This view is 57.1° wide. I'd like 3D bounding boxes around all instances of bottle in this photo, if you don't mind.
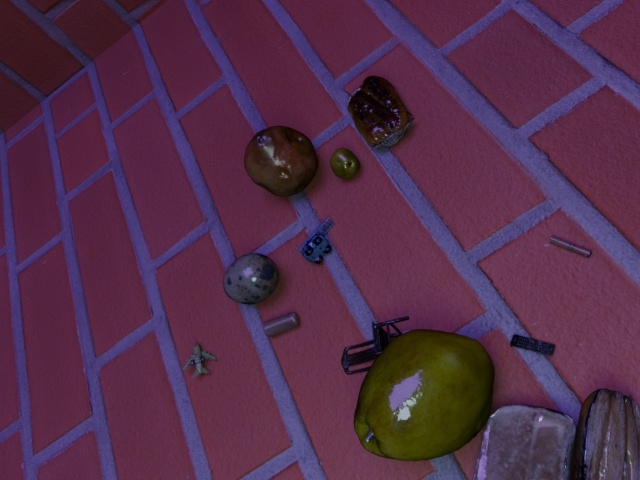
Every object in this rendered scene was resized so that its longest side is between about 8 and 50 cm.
[{"bbox_3d":[-0.105,0.228,1.598,0.097,0.045,0.045,-22,55,15],"label":"bottle"}]

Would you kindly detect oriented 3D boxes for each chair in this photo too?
[{"bbox_3d":[0.129,0.256,1.411,0.213,0.101,0.084,-17,56,20],"label":"chair"}]

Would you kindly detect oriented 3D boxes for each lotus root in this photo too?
[{"bbox_3d":[0.513,0.440,1.082,0.078,0.167,0.329,-26,43,62],"label":"lotus root"}]

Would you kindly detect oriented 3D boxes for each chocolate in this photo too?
[{"bbox_3d":[0.396,0.476,1.136,0.185,0.100,0.303,-2,59,42],"label":"chocolate"}]

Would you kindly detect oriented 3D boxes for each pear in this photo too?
[{"bbox_3d":[0.069,-0.224,1.732,0.092,0.092,0.097,-46,9,0],"label":"pear"},{"bbox_3d":[0.215,0.322,1.223,0.321,0.269,0.269,-30,48,-21],"label":"pear"}]

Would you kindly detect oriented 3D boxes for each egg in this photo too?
[{"bbox_3d":[-0.200,0.111,1.659,0.182,0.141,0.141,-28,51,35],"label":"egg"}]

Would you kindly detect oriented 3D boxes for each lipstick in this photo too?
[{"bbox_3d":[0.572,0.014,1.348,0.094,0.019,0.019,27,79,37],"label":"lipstick"}]

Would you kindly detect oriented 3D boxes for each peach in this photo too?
[{"bbox_3d":[-0.122,-0.241,1.755,0.214,0.236,0.214,-11,69,28],"label":"peach"}]

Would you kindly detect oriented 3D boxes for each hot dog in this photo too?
[{"bbox_3d":[0.171,-0.387,1.765,0.163,0.082,0.270,-33,53,12],"label":"hot dog"}]

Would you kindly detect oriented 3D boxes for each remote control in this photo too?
[{"bbox_3d":[0.464,0.231,1.288,0.091,0.016,0.034,11,54,34],"label":"remote control"}]

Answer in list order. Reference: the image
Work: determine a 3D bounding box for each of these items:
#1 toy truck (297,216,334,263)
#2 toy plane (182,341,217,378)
[{"bbox_3d":[0.000,0.000,1.661,0.136,0.063,0.074,-48,32,-6],"label":"toy truck"},{"bbox_3d":[-0.348,0.337,1.678,0.103,0.040,0.111,-17,56,-2],"label":"toy plane"}]
